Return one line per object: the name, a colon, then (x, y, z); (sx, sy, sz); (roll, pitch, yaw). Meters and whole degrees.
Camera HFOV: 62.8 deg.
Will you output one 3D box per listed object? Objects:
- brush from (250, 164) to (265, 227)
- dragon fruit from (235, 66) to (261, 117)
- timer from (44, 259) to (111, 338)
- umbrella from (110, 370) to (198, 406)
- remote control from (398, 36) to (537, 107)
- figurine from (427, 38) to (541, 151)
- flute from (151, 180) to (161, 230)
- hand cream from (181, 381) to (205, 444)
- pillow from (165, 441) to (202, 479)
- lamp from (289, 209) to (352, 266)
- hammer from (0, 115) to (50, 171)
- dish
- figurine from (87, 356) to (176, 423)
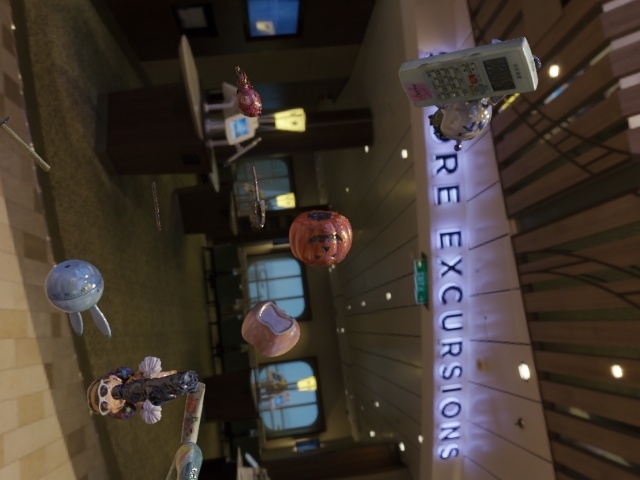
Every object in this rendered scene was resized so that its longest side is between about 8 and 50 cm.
brush: (-0.297, -0.206, 2.460); (0.084, 0.071, 0.301); (-121, -155, -65)
dragon fruit: (-0.276, -0.532, 1.904); (0.094, 0.094, 0.190); (-107, 176, -63)
timer: (-0.715, 0.166, 1.586); (0.255, 0.175, 0.175); (71, 6, -48)
umbrella: (-0.394, 0.351, 1.222); (0.080, 0.224, 0.071); (26, 55, -65)
remote control: (0.377, -0.430, 1.373); (0.145, 0.344, 0.050); (49, 55, -40)
figurine: (0.493, -0.473, 1.701); (0.382, 0.261, 0.186); (114, -28, -49)
flute: (-0.675, -0.137, 2.161); (0.269, 0.014, 0.014); (99, -15, -46)
hand cream: (-0.439, 0.603, 1.803); (0.050, 0.080, 0.234); (12, 85, -56)
pillow: (-0.407, 0.719, 1.551); (0.214, 0.086, 0.233); (-114, -134, -65)
lamp: (0.000, 0.000, 1.557); (0.187, 0.188, 0.164); (-110, -160, -68)
hammer: (-0.903, -0.291, 1.603); (0.199, 0.062, 0.013); (46, -6, -8)
dish: (-0.168, 0.295, 1.855); (0.090, 0.213, 0.213); (115, -27, -47)
figurine: (-0.499, 0.402, 1.414); (0.116, 0.240, 0.174); (-9, -95, 57)
